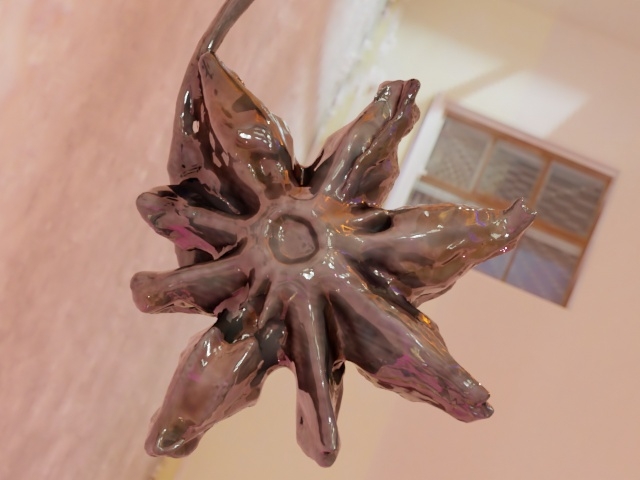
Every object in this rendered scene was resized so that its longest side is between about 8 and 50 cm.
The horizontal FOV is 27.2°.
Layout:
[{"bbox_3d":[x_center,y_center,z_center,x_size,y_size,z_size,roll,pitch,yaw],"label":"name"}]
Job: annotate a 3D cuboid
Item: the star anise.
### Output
[{"bbox_3d":[0.000,0.000,0.886,0.359,0.316,0.139,-50,173,-10],"label":"star anise"}]
